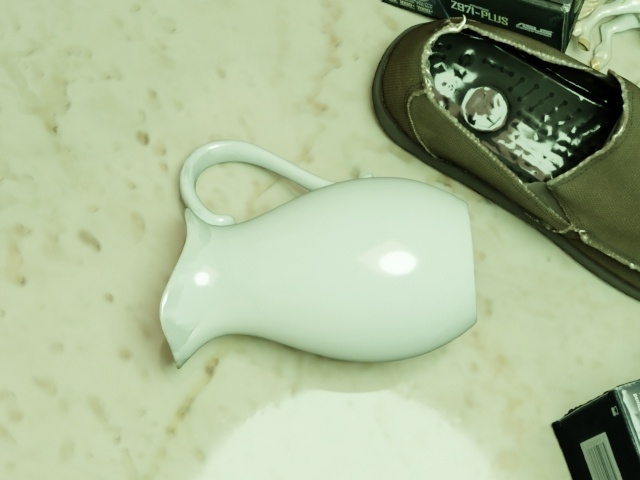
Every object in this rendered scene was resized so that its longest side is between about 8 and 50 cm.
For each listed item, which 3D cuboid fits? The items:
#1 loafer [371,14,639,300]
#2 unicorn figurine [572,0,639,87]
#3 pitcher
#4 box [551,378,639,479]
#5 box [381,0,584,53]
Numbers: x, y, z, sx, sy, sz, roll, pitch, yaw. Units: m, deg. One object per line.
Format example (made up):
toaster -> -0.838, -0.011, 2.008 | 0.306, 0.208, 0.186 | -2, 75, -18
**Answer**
loafer -> 0.202, -0.045, 1.107 | 0.365, 0.130, 0.134 | 23, 87, 3
unicorn figurine -> 0.264, -0.149, 1.186 | 0.111, 0.060, 0.162 | -44, 86, -10
pitcher -> 0.000, 0.000, 1.098 | 0.207, 0.125, 0.178 | -4, 60, 4
box -> 0.259, 0.130, 1.063 | 0.158, 0.156, 0.093 | -17, 78, -10
box -> 0.142, -0.247, 1.176 | 0.147, 0.077, 0.180 | 20, 74, 13
